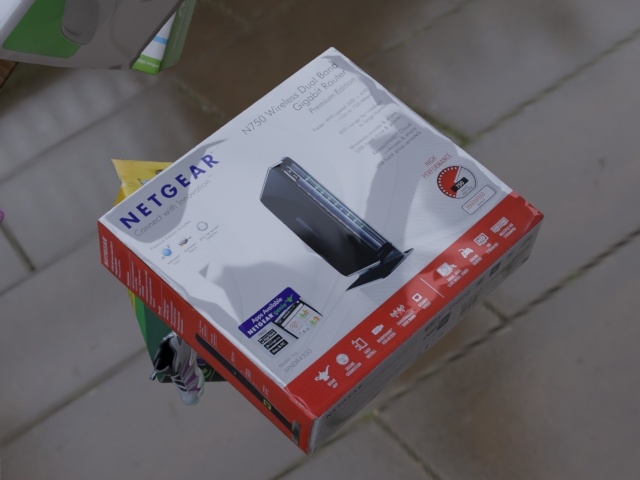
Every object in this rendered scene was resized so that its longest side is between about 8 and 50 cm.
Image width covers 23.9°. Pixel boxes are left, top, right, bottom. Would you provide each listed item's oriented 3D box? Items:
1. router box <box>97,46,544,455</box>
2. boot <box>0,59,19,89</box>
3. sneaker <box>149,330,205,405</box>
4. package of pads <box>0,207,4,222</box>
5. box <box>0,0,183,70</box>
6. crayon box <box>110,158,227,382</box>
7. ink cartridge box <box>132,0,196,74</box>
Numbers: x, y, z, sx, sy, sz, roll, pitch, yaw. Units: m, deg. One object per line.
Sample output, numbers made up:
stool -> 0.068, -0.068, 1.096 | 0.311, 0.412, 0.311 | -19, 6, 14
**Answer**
router box -> 0.000, 0.000, 1.510 | 0.301, 0.082, 0.335 | 40, 62, 19
boot -> -0.264, -0.194, 0.886 | 0.295, 0.104, 0.211 | 24, 85, 22
sneaker -> -0.160, 0.143, 1.630 | 0.038, 0.098, 0.069 | 9, 23, 32
package of pads -> -0.257, -0.003, 1.072 | 0.050, 0.032, 0.083 | -47, 8, -28
box -> -0.106, -0.246, 0.662 | 0.262, 0.231, 0.127 | -47, -16, 19
crayon box -> -0.140, 0.033, 1.879 | 0.202, 0.081, 0.318 | 2, 44, -29
ink cartridge box -> -0.195, -0.307, 1.404 | 0.188, 0.255, 0.097 | 18, 14, 2
